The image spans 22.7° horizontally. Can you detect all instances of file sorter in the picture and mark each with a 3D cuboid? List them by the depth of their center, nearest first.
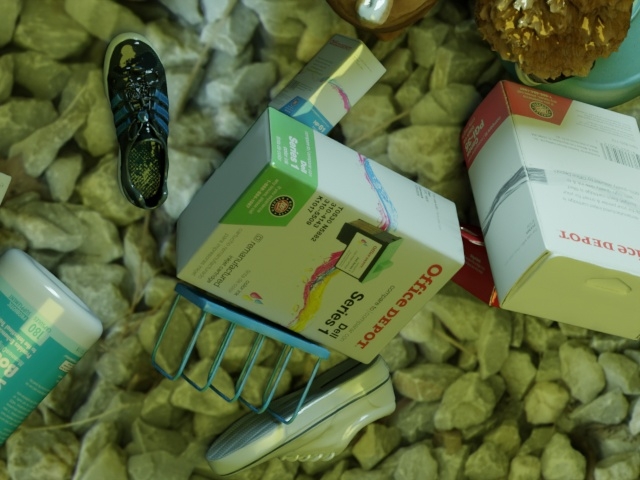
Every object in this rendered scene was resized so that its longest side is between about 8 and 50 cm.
[{"bbox_3d":[-0.100,0.137,1.898,0.170,0.118,0.104,24,89,-24],"label":"file sorter"}]

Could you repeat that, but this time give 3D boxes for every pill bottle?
[{"bbox_3d":[-0.380,0.148,1.784,0.146,0.146,0.264,43,86,-24],"label":"pill bottle"}]

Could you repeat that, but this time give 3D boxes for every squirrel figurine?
[{"bbox_3d":[0.192,-0.346,1.779,0.397,0.281,0.370,43,94,0],"label":"squirrel figurine"}]

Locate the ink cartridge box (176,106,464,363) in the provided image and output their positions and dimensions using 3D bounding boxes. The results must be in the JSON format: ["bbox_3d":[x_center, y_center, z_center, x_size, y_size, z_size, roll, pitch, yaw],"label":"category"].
[{"bbox_3d":[0.000,0.000,1.866,0.278,0.117,0.201,26,123,-24],"label":"ink cartridge box"}]

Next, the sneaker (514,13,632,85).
[{"bbox_3d":[0.322,-0.242,1.945,0.170,0.075,0.063,-35,113,-10],"label":"sneaker"}]

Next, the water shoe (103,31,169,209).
[{"bbox_3d":[-0.199,-0.136,1.818,0.073,0.080,0.203,-11,107,-18],"label":"water shoe"}]

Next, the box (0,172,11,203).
[{"bbox_3d":[-0.472,0.038,1.693,0.121,0.148,0.311,24,88,-59],"label":"box"}]

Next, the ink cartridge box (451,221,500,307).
[{"bbox_3d":[0.253,0.043,2.004,0.231,0.134,0.078,14,99,-22],"label":"ink cartridge box"}]

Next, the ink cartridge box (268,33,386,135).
[{"bbox_3d":[0.008,-0.181,1.880,0.122,0.088,0.052,-48,114,-4],"label":"ink cartridge box"}]

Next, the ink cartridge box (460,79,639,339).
[{"bbox_3d":[0.300,-0.037,1.916,0.207,0.283,0.117,14,135,-23],"label":"ink cartridge box"}]

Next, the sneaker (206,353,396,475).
[{"bbox_3d":[-0.015,0.237,1.973,0.258,0.094,0.091,-27,107,-13],"label":"sneaker"}]

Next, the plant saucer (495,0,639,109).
[{"bbox_3d":[0.356,-0.317,2.004,0.318,0.044,0.317,-5,104,-20],"label":"plant saucer"}]
